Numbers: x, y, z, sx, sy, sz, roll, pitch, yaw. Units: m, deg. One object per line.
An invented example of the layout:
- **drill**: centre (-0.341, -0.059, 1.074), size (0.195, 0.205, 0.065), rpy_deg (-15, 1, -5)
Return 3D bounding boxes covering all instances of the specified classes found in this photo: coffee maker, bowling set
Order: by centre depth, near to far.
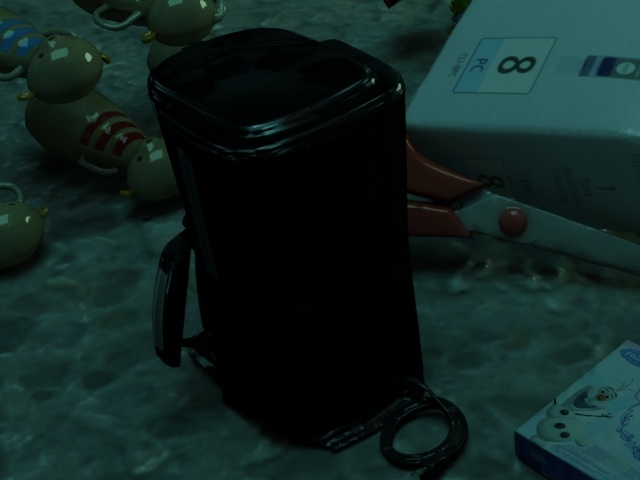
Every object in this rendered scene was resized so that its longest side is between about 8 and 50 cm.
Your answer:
- **coffee maker**: centre (0.000, 0.000, 0.594), size (0.171, 0.178, 0.120), rpy_deg (15, 41, 27)
- **bowling set**: centre (-0.148, -0.120, 0.781), size (0.154, 0.199, 0.287), rpy_deg (28, 52, 37)

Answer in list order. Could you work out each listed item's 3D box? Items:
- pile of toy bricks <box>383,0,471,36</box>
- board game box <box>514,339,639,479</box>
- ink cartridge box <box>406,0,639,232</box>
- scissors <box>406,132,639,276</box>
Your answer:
- **pile of toy bricks**: centre (0.147, -0.209, 0.950), size (0.212, 0.118, 0.105), rpy_deg (-36, 9, -19)
- **board game box**: centre (0.155, 0.094, 0.574), size (0.090, 0.020, 0.090), rpy_deg (-32, 42, -30)
- **ink cartridge box**: centre (0.278, -0.136, 0.708), size (0.385, 0.091, 0.308), rpy_deg (5, 49, 35)
- **scissors**: centre (0.093, -0.025, 0.684), size (0.297, 0.109, 0.021), rpy_deg (4, 5, 14)
